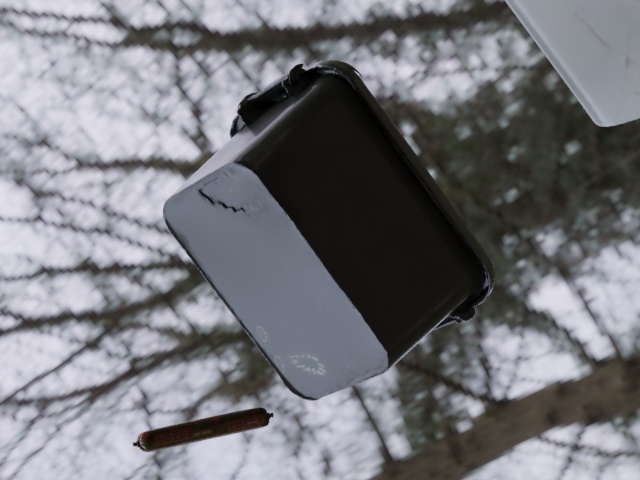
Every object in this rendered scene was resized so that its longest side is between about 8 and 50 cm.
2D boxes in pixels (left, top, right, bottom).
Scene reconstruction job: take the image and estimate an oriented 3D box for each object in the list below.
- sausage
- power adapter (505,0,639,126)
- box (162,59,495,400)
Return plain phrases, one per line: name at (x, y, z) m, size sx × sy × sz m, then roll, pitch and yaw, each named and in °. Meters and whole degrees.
sausage at (-0.076, 0.123, 1.247) m, size 0.100 × 0.015 × 0.015 m, roll -9°, pitch -107°, yaw -27°
power adapter at (0.185, -0.196, 1.247) m, size 0.205 × 0.125 × 0.130 m, roll 51°, pitch -132°, yaw -22°
box at (0.000, 0.000, 1.487) m, size 0.135 × 0.163 × 0.243 m, roll -42°, pitch -79°, yaw -40°
